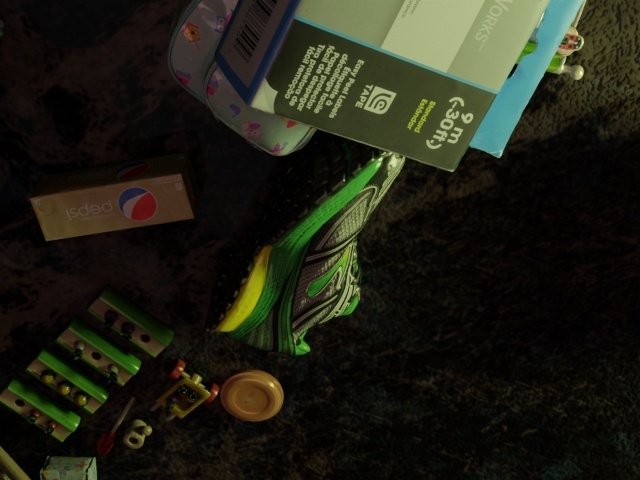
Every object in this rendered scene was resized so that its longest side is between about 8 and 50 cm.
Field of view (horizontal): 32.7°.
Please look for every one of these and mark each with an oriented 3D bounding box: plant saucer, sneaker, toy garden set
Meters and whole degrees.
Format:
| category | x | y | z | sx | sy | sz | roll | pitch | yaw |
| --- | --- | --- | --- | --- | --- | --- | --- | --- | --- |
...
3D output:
| category | x | y | z | sx | sy | sz | roll | pitch | yaw |
| --- | --- | --- | --- | --- | --- | --- | --- | --- | --- |
| plant saucer | -0.090 | 0.205 | 1.430 | 0.084 | 0.013 | 0.083 | 1 | 121 | 2 |
| sneaker | 0.000 | 0.000 | 1.247 | 0.146 | 0.134 | 0.343 | 22 | 129 | -18 |
| toy garden set | -0.274 | 0.200 | 1.416 | 0.204 | 0.049 | 0.244 | 39 | 116 | -19 |

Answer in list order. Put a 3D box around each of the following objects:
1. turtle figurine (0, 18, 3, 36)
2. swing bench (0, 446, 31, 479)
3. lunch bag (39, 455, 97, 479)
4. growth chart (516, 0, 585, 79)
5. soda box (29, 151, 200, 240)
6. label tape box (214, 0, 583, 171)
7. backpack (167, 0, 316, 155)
| category | x | y | z | sx | sy | sz | roll | pitch | yaw |
| --- | --- | --- | --- | --- | --- | --- | --- | --- | --- |
| turtle figurine | -0.326 | -0.292 | 1.019 | 0.118 | 0.234 | 0.175 | 28 | 141 | 28 |
| swing bench | -0.462 | 0.392 | 1.441 | 0.255 | 0.165 | 0.253 | 31 | 118 | 6 |
| lunch bag | -0.345 | 0.342 | 1.507 | 0.071 | 0.053 | 0.083 | 0 | 111 | 3 |
| growth chart | 0.209 | -0.285 | 1.108 | 0.172 | 0.021 | 0.237 | 8 | 121 | -1 |
| soda box | -0.235 | -0.051 | 1.255 | 0.181 | 0.058 | 0.061 | -9 | 121 | 8 |
| label tape box | 0.114 | -0.204 | 1.000 | 0.348 | 0.115 | 0.249 | 15 | 114 | -30 |
| backpack | -0.061 | -0.191 | 1.108 | 0.188 | 0.144 | 0.166 | 32 | 120 | -16 |
